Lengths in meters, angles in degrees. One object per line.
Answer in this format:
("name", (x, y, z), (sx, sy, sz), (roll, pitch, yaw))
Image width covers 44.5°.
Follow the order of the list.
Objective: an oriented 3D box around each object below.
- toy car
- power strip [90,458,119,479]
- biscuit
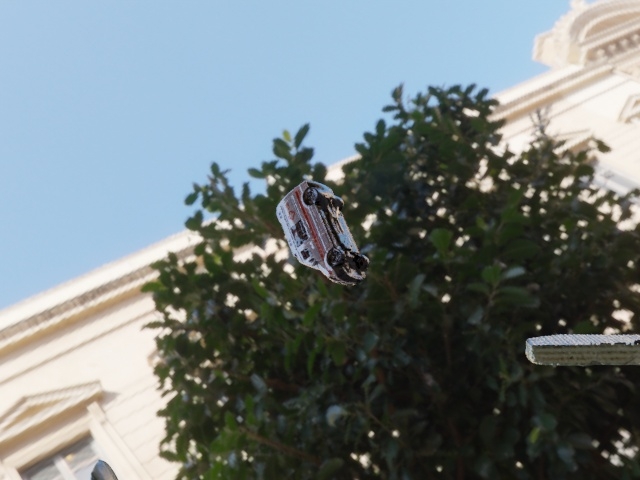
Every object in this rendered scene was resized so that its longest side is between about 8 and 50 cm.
("toy car", (0.000, 0.000, 1.383), (0.108, 0.209, 0.089), (-35, -28, 25))
("power strip", (-0.312, 0.349, 0.819), (0.253, 0.167, 0.054), (-25, -20, 3))
("biscuit", (0.489, 0.194, 1.374), (0.150, 0.252, 0.052), (20, -110, -82))
